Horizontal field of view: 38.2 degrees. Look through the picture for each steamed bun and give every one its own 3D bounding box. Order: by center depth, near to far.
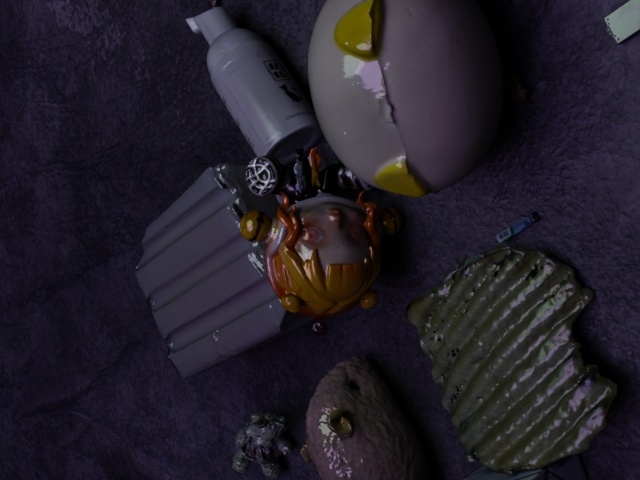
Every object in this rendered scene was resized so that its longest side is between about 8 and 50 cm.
[{"bbox_3d":[0.137,-0.257,1.480,0.334,0.334,0.374,0,117,44],"label":"steamed bun"}]

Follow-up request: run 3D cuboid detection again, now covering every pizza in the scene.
[{"bbox_3d":[0.317,-0.243,1.527,0.078,0.025,0.083,30,126,45],"label":"pizza"}]

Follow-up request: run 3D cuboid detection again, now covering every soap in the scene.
[{"bbox_3d":[-0.190,0.066,1.969,0.435,0.213,0.350,-34,81,43],"label":"soap"}]

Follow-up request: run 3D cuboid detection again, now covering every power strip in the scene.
[{"bbox_3d":[0.479,-0.341,1.351,0.136,0.019,0.051,-35,75,43],"label":"power strip"}]

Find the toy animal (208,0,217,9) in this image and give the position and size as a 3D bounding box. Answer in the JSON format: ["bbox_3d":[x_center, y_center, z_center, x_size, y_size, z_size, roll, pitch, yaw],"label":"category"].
[{"bbox_3d":[-0.250,-0.590,1.961,0.105,0.070,0.202,-7,102,55],"label":"toy animal"}]

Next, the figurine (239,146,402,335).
[{"bbox_3d":[-0.002,0.000,1.713,0.196,0.320,0.323,133,132,-60],"label":"figurine"}]

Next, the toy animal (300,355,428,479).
[{"bbox_3d":[0.086,0.412,1.789,0.188,0.226,0.358,-46,69,41],"label":"toy animal"}]

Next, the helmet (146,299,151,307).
[{"bbox_3d":[-0.373,0.137,2.270,0.089,0.057,0.111,39,147,-26],"label":"helmet"}]

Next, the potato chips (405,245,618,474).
[{"bbox_3d":[0.313,0.213,1.604,0.389,0.097,0.373,-32,67,46],"label":"potato chips"}]

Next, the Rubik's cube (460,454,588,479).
[{"bbox_3d":[0.344,0.497,1.582,0.205,0.207,0.205,-23,84,46],"label":"Rubik's cube"}]

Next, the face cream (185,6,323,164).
[{"bbox_3d":[-0.147,-0.335,1.861,0.145,0.145,0.369,-45,72,41],"label":"face cream"}]

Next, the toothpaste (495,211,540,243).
[{"bbox_3d":[0.337,-0.022,1.575,0.083,0.020,0.017,-39,78,43],"label":"toothpaste"}]

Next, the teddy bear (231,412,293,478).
[{"bbox_3d":[-0.123,0.441,2.088,0.133,0.111,0.213,14,130,-4],"label":"teddy bear"}]
